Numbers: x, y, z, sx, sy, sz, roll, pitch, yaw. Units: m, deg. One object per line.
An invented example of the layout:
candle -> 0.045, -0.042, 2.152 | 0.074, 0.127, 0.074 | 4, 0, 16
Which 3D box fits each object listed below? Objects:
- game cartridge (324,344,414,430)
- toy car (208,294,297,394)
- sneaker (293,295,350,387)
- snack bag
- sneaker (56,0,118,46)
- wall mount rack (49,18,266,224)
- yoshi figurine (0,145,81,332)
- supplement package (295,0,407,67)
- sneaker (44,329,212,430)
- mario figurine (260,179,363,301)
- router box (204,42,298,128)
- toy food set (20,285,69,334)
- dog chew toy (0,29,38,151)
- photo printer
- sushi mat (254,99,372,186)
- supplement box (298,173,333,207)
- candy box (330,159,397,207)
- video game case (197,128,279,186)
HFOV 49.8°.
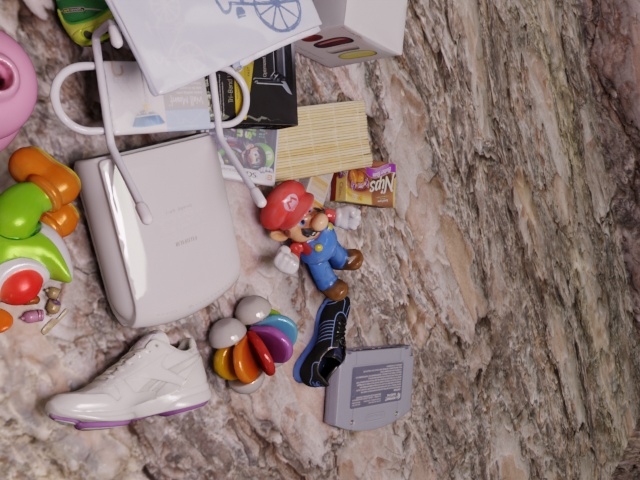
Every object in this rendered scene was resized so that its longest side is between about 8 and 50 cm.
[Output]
game cartridge -> 0.120, 0.356, 1.671 | 0.294, 0.060, 0.196 | 6, 84, -47
toy car -> -0.117, 0.206, 1.346 | 0.182, 0.136, 0.159 | -41, 120, -38
sneaker -> 0.027, 0.221, 1.534 | 0.081, 0.090, 0.232 | 44, 61, -39
snack bag -> -0.187, -0.411, 1.049 | 0.342, 0.037, 0.323 | -34, 106, -28
sneaker -> -0.289, -0.428, 1.096 | 0.295, 0.109, 0.124 | -36, 99, -13
wall mount rack -> -0.227, -0.187, 1.093 | 0.349, 0.130, 0.304 | -11, 95, -37
yoshi figurine -> -0.483, 0.036, 0.905 | 0.204, 0.202, 0.362 | 56, 42, -33
supplement package -> 0.041, -0.468, 1.434 | 0.194, 0.203, 0.149 | 10, 85, -46
sneaker -> -0.324, 0.234, 1.167 | 0.305, 0.114, 0.152 | 0, 78, -51
mario figurine -> 0.000, 0.000, 1.431 | 0.320, 0.170, 0.198 | 51, 22, -45
router box -> -0.167, -0.362, 1.269 | 0.242, 0.081, 0.309 | -4, 94, -35
toy food set -> -0.444, 0.087, 1.074 | 0.078, 0.019, 0.122 | -52, 126, -32
dog chew toy -> -0.452, -0.175, 0.824 | 0.206, 0.331, 0.207 | -4, 95, -47
photo printer -> -0.268, -0.014, 1.194 | 0.256, 0.107, 0.308 | -23, 108, -44
sushi mat -> -0.015, -0.213, 1.473 | 0.316, 0.019, 0.152 | -14, 97, -35
supplement box -> -0.013, -0.128, 1.514 | 0.062, 0.036, 0.099 | 32, 69, -41
candy box -> 0.105, -0.137, 1.629 | 0.186, 0.053, 0.109 | 5, 88, -46
video game case -> -0.157, -0.210, 1.343 | 0.173, 0.022, 0.191 | 6, 86, -36
